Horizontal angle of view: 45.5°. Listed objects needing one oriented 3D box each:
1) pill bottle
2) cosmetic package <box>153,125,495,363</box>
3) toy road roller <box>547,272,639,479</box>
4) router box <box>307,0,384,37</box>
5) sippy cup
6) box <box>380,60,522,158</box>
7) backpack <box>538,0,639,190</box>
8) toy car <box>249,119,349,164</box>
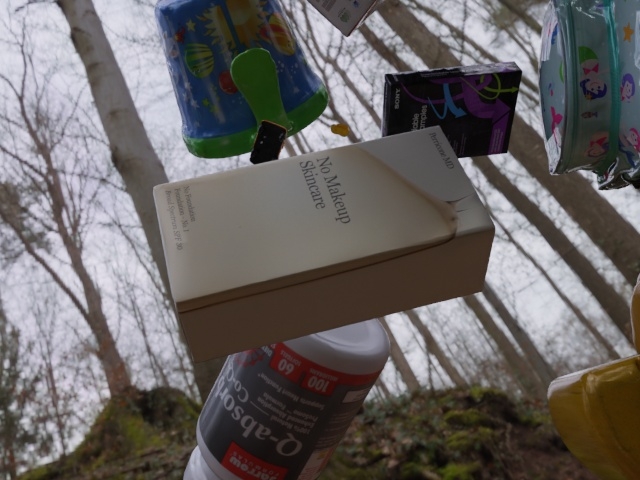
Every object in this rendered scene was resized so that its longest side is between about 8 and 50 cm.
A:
[{"bbox_3d":[-0.062,0.255,1.154,0.210,0.210,0.363,9,-63,-38],"label":"pill bottle"},{"bbox_3d":[0.000,0.000,0.781,0.309,0.160,0.113,-15,-38,-9],"label":"cosmetic package"},{"bbox_3d":[0.317,0.164,0.553,0.241,0.329,0.202,-16,-14,2],"label":"toy road roller"},{"bbox_3d":[0.147,-0.413,0.814,0.301,0.082,0.335,-51,6,-30],"label":"router box"},{"bbox_3d":[-0.129,-0.271,1.124,0.240,0.305,0.224,-45,-53,-37],"label":"sippy cup"},{"bbox_3d":[0.153,-0.150,0.914,0.162,0.029,0.116,-7,-50,-7],"label":"box"},{"bbox_3d":[0.304,-0.160,0.710,0.191,0.225,0.253,-3,-1,4],"label":"backpack"},{"bbox_3d":[-0.024,-0.115,0.923,0.122,0.040,0.060,4,-74,8],"label":"toy car"}]
